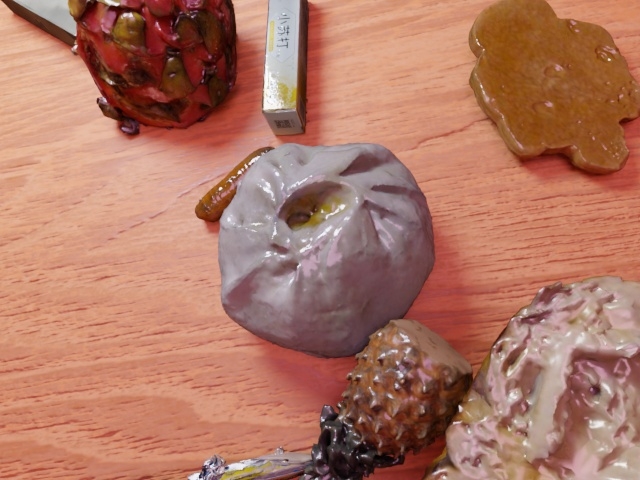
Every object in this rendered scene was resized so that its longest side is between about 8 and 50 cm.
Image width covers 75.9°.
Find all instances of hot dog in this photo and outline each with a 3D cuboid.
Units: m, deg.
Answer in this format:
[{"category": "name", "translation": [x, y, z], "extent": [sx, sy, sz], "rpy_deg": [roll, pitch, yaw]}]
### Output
[{"category": "hot dog", "translation": [0.241, 0.237, 0.442], "extent": [0.196, 0.365, 0.367], "rpy_deg": [29, 89, 27]}]

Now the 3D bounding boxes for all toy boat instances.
[{"category": "toy boat", "translation": [-0.095, 0.345, 0.601], "extent": [0.210, 0.084, 0.066], "rpy_deg": [-10, 52, -6]}]

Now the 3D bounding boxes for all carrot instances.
[{"category": "carrot", "translation": [-0.146, -0.099, 0.728], "extent": [0.186, 0.060, 0.060], "rpy_deg": [-38, 75, 0]}]

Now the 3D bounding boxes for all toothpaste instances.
[{"category": "toothpaste", "translation": [-0.060, -0.359, 0.772], "extent": [0.071, 0.089, 0.313], "rpy_deg": [-1, 76, 10]}]

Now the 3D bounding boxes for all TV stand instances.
[{"category": "TV stand", "translation": [-0.552, -0.480, 0.853], "extent": [0.269, 0.083, 0.088], "rpy_deg": [33, 78, 13]}]

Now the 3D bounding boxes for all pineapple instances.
[{"category": "pineapple", "translation": [0.072, 0.256, 0.548], "extent": [0.141, 0.170, 0.310], "rpy_deg": [39, 106, 30]}]

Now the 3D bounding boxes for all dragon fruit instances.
[{"category": "dragon fruit", "translation": [-0.308, -0.390, 0.712], "extent": [0.296, 0.263, 0.314], "rpy_deg": [-3, 75, 5]}]

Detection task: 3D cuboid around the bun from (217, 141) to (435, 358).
[{"category": "bun", "translation": [0.002, 0.006, 0.615], "extent": [0.354, 0.194, 0.354], "rpy_deg": [-2, 74, 5]}]

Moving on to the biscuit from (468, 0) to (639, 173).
[{"category": "biscuit", "translation": [0.409, -0.276, 0.725], "extent": [0.269, 0.051, 0.376], "rpy_deg": [-23, 75, -4]}]
